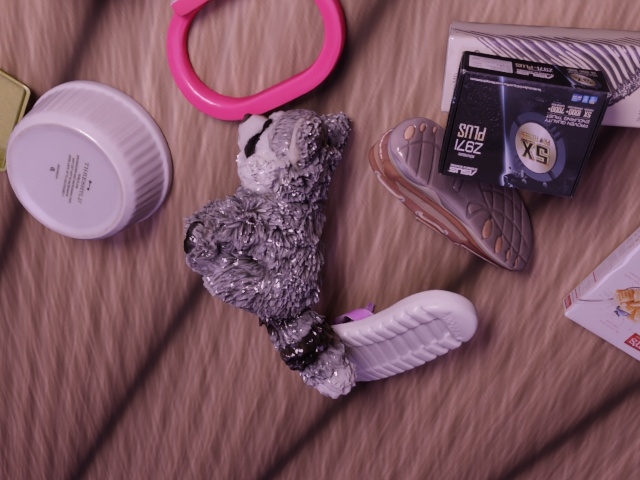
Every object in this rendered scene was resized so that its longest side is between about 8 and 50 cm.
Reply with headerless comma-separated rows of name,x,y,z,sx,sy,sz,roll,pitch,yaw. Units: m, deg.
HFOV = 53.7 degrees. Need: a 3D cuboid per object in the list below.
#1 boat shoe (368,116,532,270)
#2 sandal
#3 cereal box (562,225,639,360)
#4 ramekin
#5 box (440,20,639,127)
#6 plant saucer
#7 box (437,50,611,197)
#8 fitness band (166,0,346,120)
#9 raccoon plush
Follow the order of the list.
boat shoe,0.206,-0.065,0.982,0.324,0.123,0.116,41,155,-21
sandal,0.106,0.165,1.141,0.416,0.102,0.169,-22,127,39
cereal box,0.534,0.075,1.006,0.172,0.047,0.240,30,122,-5
ramekin,-0.403,-0.124,1.079,0.272,0.127,0.273,6,121,11
box,0.307,-0.227,0.857,0.274,0.094,0.113,5,122,11
plant saucer,-0.600,-0.245,1.106,0.188,0.045,0.188,32,122,-5
box,0.255,-0.150,0.816,0.180,0.078,0.148,12,127,7
fitness band,-0.103,-0.300,0.948,0.290,0.054,0.209,-19,116,24
raccoon plush,0.000,0.000,1.010,0.299,0.216,0.446,-36,107,25
